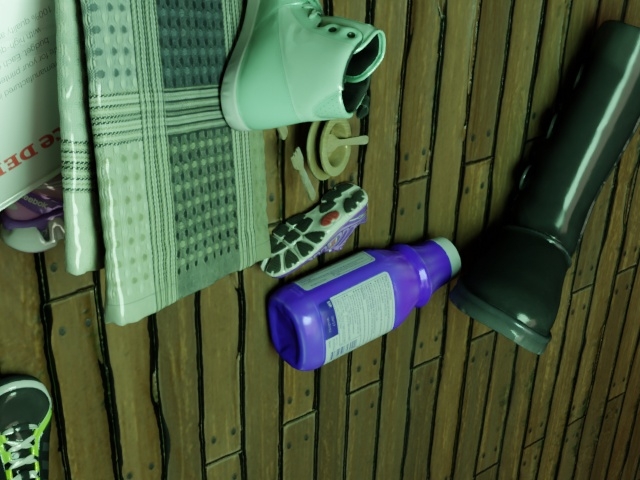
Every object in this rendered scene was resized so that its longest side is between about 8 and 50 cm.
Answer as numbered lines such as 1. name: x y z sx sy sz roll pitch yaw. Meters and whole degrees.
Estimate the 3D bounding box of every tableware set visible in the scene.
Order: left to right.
1. tableware set: 0.003 -0.148 1.081 0.128 0.039 0.194 -64 148 -30

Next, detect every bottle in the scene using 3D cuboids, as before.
1. bottle: 0.065 0.072 1.271 0.282 0.092 0.118 -24 126 -29

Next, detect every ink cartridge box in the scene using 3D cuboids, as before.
1. ink cartridge box: -0.305 -0.181 0.785 0.207 0.117 0.283 -36 133 -19

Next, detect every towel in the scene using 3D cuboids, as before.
1. towel: -0.138 -0.104 0.882 0.312 0.056 0.324 -26 114 -67

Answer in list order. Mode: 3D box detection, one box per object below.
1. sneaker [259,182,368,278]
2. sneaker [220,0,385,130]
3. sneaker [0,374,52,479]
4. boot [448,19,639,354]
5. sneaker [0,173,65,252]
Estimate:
1. sneaker: 0.000 0.000 1.194 0.170 0.068 0.071 -36 138 -20
2. sneaker: 0.003 -0.222 0.947 0.094 0.151 0.256 52 45 -59
3. sneaker: -0.326 0.260 1.044 0.084 0.097 0.235 -10 121 -37
4. boot: 0.351 -0.086 1.300 0.445 0.146 0.367 -61 176 10
5. sneaker: -0.219 -0.080 0.944 0.236 0.095 0.105 -27 122 -25
